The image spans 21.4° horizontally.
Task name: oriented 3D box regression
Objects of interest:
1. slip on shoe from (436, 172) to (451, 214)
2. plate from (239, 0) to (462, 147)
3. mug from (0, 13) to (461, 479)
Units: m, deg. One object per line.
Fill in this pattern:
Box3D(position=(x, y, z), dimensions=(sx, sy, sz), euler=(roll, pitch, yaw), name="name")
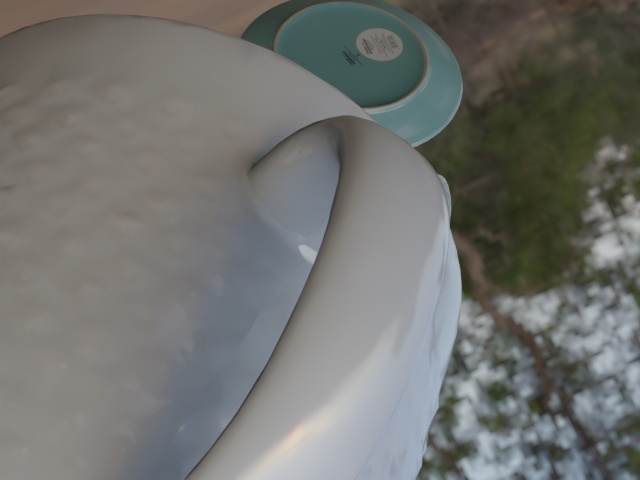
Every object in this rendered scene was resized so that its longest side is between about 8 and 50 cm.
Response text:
Box3D(position=(0.000, 0.000, 1.562), dimensions=(0.101, 0.123, 0.331), euler=(8, -161, 33), name="slip on shoe")
Box3D(position=(0.024, -0.143, 1.370), dimensions=(0.188, 0.188, 0.024), euler=(-26, 147, -27), name="plate")
Box3D(position=(-0.081, 0.089, 0.670), dimensions=(0.374, 0.276, 0.328), euler=(-38, -159, 42), name="mug")
